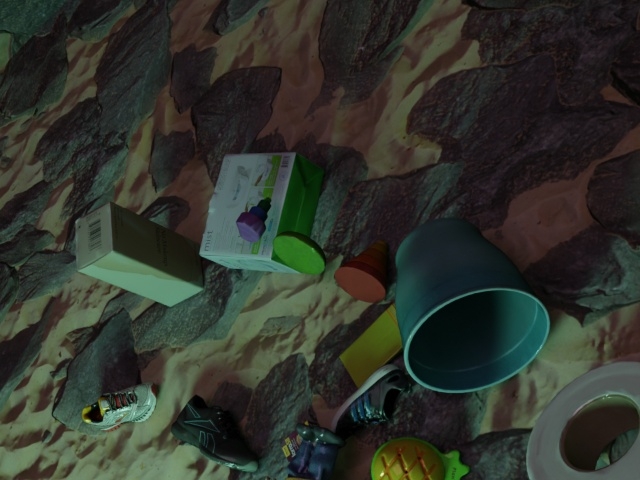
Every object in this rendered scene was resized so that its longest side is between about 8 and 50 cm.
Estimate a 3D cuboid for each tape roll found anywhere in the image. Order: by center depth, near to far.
[{"bbox_3d":[0.479,0.336,1.531,0.286,0.100,0.286,-38,24,20],"label":"tape roll"}]

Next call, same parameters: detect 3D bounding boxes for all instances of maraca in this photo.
[{"bbox_3d":[0.189,0.442,1.793,0.185,0.099,0.127,6,83,13],"label":"maraca"}]

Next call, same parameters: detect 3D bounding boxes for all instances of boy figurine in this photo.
[{"bbox_3d":[-0.052,0.510,1.863,0.177,0.092,0.285,4,61,42],"label":"boy figurine"}]

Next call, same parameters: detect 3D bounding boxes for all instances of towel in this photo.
[{"bbox_3d":[0.143,0.200,1.974,0.237,0.021,0.102,-46,46,14],"label":"towel"}]

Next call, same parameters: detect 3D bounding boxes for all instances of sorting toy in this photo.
[{"bbox_3d":[0.000,0.000,2.050,0.365,0.127,0.126,25,60,11],"label":"sorting toy"}]

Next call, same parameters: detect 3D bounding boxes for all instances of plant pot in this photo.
[{"bbox_3d":[0.257,0.103,1.783,0.271,0.271,0.255,-39,39,18],"label":"plant pot"}]

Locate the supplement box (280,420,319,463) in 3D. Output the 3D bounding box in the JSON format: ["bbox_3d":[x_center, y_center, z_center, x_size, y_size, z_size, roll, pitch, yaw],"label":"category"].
[{"bbox_3d":[-0.036,0.429,1.997,0.083,0.043,0.055,-42,54,17],"label":"supplement box"}]

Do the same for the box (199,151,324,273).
[{"bbox_3d":[-0.141,-0.067,2.223,0.231,0.127,0.262,1,73,38],"label":"box"}]

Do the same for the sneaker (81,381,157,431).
[{"bbox_3d":[-0.491,0.410,2.315,0.225,0.093,0.088,-30,57,24],"label":"sneaker"}]

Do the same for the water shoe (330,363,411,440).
[{"bbox_3d":[0.100,0.343,1.911,0.203,0.073,0.080,-52,52,9],"label":"water shoe"}]

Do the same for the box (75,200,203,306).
[{"bbox_3d":[-0.433,0.038,2.279,0.121,0.311,0.148,-27,59,26],"label":"box"}]

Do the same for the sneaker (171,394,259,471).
[{"bbox_3d":[-0.232,0.431,2.107,0.267,0.101,0.106,20,82,40],"label":"sneaker"}]
